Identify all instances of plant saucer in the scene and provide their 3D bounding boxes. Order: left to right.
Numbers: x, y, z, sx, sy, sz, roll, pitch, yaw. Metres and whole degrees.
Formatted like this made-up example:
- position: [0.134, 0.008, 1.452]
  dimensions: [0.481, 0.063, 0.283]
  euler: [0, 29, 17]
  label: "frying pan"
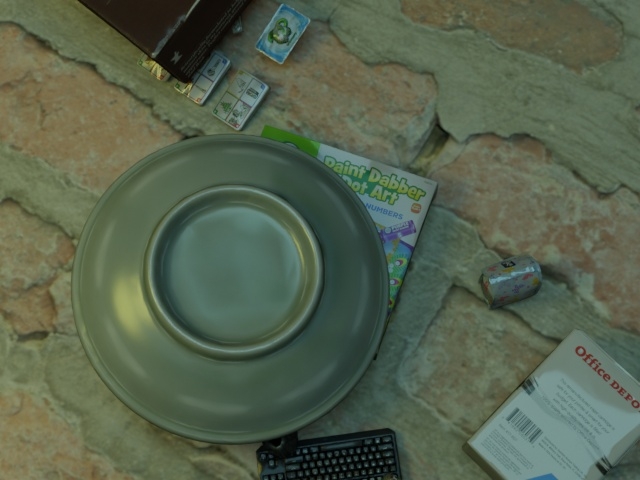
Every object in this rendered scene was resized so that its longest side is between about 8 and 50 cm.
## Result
- position: [-0.106, 0.046, 1.438]
  dimensions: [0.400, 0.100, 0.400]
  euler: [2, 76, -6]
  label: "plant saucer"

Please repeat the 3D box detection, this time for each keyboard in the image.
- position: [0.013, 0.302, 1.486]
  dimensions: [0.180, 0.023, 0.108]
  euler: [-8, 75, 1]
  label: "keyboard"

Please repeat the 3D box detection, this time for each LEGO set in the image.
- position: [-0.115, -0.298, 1.647]
  dimensions: [0.182, 0.060, 0.244]
  euler: [33, 91, 10]
  label: "LEGO set"

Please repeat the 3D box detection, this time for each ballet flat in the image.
- position: [-0.071, 0.196, 1.499]
  dimensions: [0.057, 0.049, 0.173]
  euler: [-24, 66, -4]
  label: "ballet flat"

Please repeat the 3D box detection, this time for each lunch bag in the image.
- position: [0.245, 0.050, 1.511]
  dimensions: [0.071, 0.083, 0.053]
  euler: [-19, 75, -2]
  label: "lunch bag"

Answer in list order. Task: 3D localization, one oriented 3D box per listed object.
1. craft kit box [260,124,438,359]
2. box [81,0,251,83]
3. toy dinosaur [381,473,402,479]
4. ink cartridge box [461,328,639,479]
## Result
- position: [0.000, 0.000, 1.552]
  dimensions: [0.250, 0.061, 0.247]
  euler: [18, 74, 7]
  label: "craft kit box"
- position: [-0.281, -0.409, 1.601]
  dimensions: [0.381, 0.143, 0.191]
  euler: [40, 91, 16]
  label: "box"
- position: [0.119, 0.423, 1.433]
  dimensions: [0.118, 0.064, 0.268]
  euler: [0, 77, 9]
  label: "toy dinosaur"
- position: [0.299, 0.234, 1.459]
  dimensions: [0.203, 0.086, 0.148]
  euler: [-44, 78, -10]
  label: "ink cartridge box"
